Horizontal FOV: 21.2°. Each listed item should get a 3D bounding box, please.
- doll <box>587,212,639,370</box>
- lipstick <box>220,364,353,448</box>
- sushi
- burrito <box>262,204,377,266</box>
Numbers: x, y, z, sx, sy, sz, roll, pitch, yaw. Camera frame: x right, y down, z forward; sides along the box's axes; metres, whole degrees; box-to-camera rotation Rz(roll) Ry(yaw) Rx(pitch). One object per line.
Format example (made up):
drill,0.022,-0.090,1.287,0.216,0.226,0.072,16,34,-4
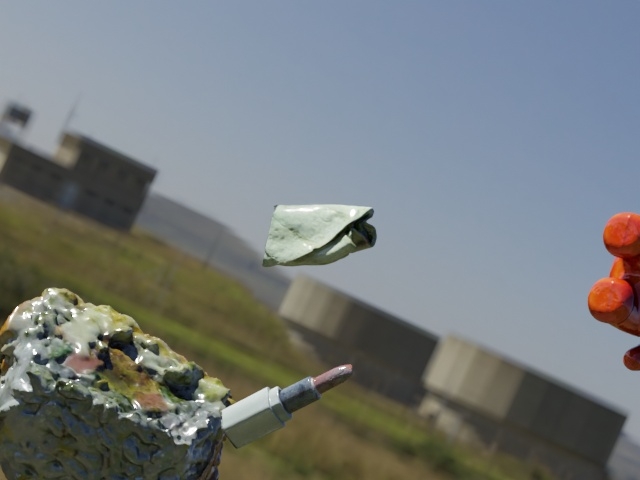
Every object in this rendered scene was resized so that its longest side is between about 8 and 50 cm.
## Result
doll,0.298,0.049,1.422,0.076,0.142,0.245,10,-7,36
lipstick,-0.022,0.118,1.265,0.025,0.107,0.025,54,15,-32
sushi,-0.184,0.167,1.568,0.274,0.139,0.184,29,27,0
burrito,0.000,-0.003,1.755,0.118,0.074,0.044,1,-26,17
